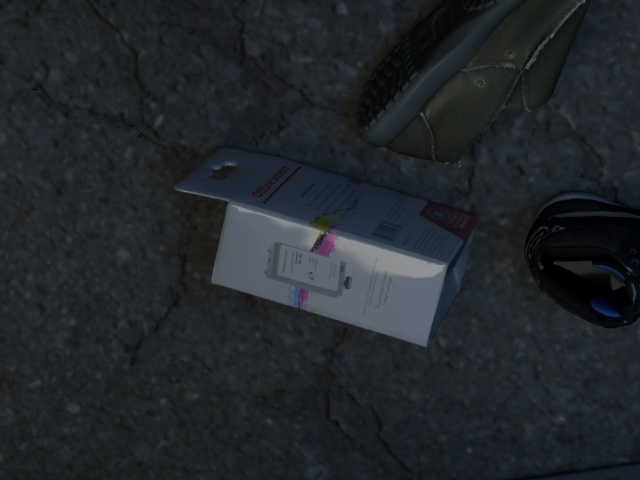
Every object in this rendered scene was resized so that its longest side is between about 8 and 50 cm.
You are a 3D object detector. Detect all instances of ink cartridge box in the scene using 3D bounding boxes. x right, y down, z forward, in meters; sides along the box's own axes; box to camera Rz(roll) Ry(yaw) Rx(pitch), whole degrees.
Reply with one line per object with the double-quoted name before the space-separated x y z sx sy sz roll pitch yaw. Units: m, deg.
"ink cartridge box" 0.000 0.000 1.254 0.198 0.115 0.067 17 112 11

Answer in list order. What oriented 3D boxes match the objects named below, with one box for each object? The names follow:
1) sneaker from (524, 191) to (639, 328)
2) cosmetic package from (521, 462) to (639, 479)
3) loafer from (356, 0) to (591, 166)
"sneaker" 0.242 0.030 1.192 0.217 0.121 0.079 10 111 12
"cosmetic package" 0.179 0.370 1.212 0.394 0.327 0.329 -11 105 20
"loafer" 0.130 -0.142 1.195 0.087 0.094 0.251 32 126 -23
